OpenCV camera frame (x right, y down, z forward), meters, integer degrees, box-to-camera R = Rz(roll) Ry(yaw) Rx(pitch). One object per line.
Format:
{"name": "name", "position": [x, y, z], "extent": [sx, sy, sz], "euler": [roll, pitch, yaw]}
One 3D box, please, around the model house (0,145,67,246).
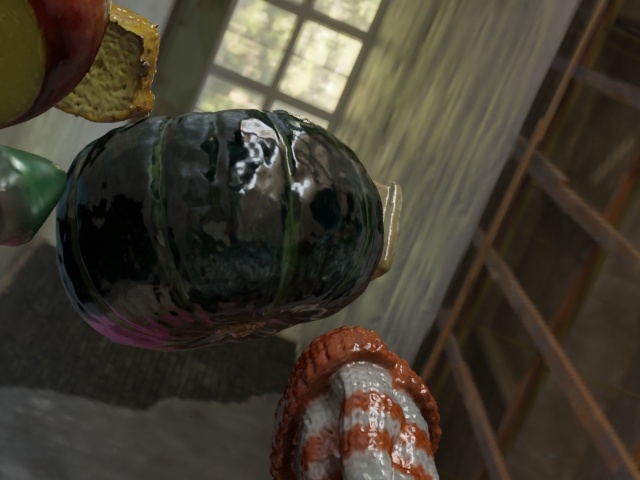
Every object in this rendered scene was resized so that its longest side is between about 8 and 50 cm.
{"name": "model house", "position": [-0.320, 0.043, 0.718], "extent": [0.298, 0.243, 0.284], "euler": [-18, -172, 43]}

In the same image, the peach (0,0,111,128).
{"name": "peach", "position": [-0.351, -0.227, 1.100], "extent": [0.274, 0.249, 0.245], "euler": [-27, 178, 20]}

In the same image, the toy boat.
{"name": "toy boat", "position": [0.000, 0.000, 1.149], "extent": [0.188, 0.061, 0.116], "euler": [-25, -135, 47]}

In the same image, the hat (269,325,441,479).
{"name": "hat", "position": [0.027, 0.130, 0.572], "extent": [0.162, 0.093, 0.112], "euler": [-102, -152, -65]}

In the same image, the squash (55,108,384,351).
{"name": "squash", "position": [-0.077, -0.006, 0.836], "extent": [0.252, 0.252, 0.165], "euler": [128, -47, -70]}

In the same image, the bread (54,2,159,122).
{"name": "bread", "position": [-0.284, -0.233, 1.319], "extent": [0.139, 0.228, 0.143], "euler": [-33, 147, -62]}
